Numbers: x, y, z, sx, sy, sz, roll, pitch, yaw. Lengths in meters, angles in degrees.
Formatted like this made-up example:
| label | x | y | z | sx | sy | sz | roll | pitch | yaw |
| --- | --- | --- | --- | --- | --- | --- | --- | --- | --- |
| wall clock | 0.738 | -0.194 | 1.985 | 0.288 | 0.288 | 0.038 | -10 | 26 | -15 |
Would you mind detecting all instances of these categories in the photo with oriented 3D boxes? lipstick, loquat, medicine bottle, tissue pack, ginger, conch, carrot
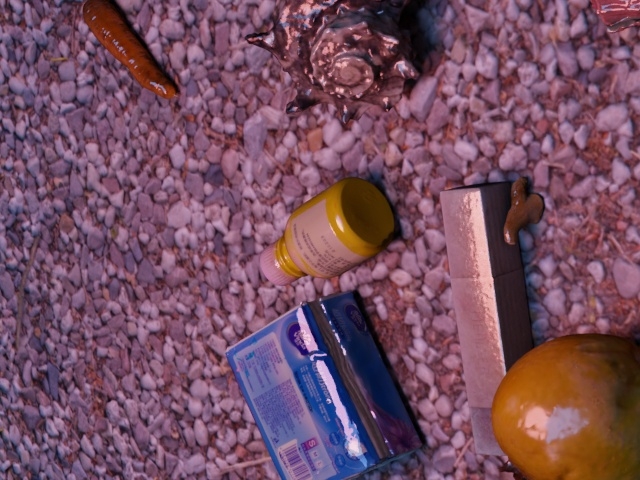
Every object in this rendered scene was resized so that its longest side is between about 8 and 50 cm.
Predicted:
| label | x | y | z | sx | sy | sz | roll | pitch | yaw |
| --- | --- | --- | --- | --- | --- | --- | --- | --- | --- |
| lipstick | 0.238 | 0.107 | 1.940 | 0.076 | 0.079 | 0.372 | -3 | 96 | 43 |
| loquat | 0.333 | 0.233 | 1.788 | 0.243 | 0.244 | 0.244 | 10 | 106 | 39 |
| medicine bottle | 0.000 | 0.000 | 2.096 | 0.212 | 0.121 | 0.122 | -31 | 78 | 41 |
| tissue pack | 0.003 | 0.238 | 2.127 | 0.198 | 0.146 | 0.264 | -33 | 76 | 39 |
| ginger | 0.275 | -0.037 | 1.907 | 0.030 | 0.048 | 0.097 | 129 | 154 | -77 |
| conch | 0.043 | -0.301 | 1.959 | 0.240 | 0.186 | 0.313 | 27 | 110 | 20 |
| carrot | -0.321 | -0.318 | 2.357 | 0.248 | 0.059 | 0.059 | 50 | 127 | 18 |

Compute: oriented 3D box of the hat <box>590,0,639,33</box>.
| label | x | y | z | sx | sy | sz | roll | pitch | yaw |
| --- | --- | --- | --- | --- | --- | --- | --- | --- | --- |
| hat | 0.409 | -0.375 | 1.661 | 0.286 | 0.107 | 0.237 | -8 | 117 | 41 |
